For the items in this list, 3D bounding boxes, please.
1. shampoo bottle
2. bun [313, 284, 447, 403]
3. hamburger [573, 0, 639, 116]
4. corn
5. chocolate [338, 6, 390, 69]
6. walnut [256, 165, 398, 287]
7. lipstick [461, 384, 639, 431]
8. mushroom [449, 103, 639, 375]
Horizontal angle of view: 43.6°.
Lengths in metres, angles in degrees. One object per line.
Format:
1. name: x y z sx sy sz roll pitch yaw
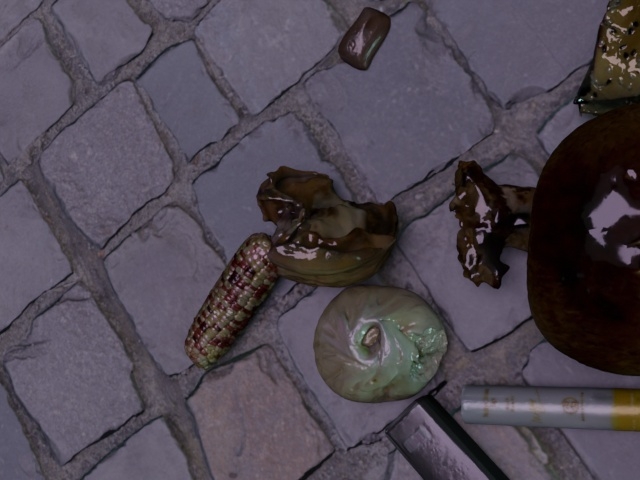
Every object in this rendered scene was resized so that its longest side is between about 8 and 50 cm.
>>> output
1. shampoo bottle: 0.205 0.334 1.131 0.080 0.079 0.246 -47 69 12
2. bun: 0.085 0.154 1.178 0.193 0.128 0.178 6 84 21
3. hamburger: 0.465 -0.288 1.056 0.192 0.168 0.287 22 92 25
4. corn: -0.144 0.101 1.300 0.086 0.086 0.253 39 99 22
5. chocolate: 0.071 -0.332 1.298 0.065 0.031 0.100 35 96 17
6. walnut: 0.010 -0.003 1.212 0.204 0.141 0.238 -3 37 -10
7. lipstick: 0.327 0.231 1.106 0.264 0.059 0.059 -3 82 21
8. mushroom: 0.383 0.013 1.045 0.334 0.356 0.330 -2 78 -16
